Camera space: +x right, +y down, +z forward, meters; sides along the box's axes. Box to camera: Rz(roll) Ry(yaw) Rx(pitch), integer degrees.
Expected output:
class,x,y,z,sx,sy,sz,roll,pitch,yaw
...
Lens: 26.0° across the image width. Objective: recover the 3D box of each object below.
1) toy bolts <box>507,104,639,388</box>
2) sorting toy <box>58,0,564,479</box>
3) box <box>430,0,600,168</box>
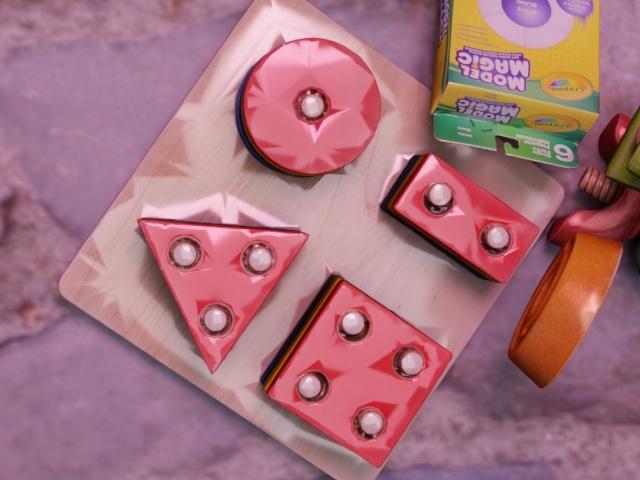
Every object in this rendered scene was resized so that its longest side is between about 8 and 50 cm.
class,x,y,z,sx,sy,sz,roll,pitch,yaw
toy bolts,0.235,0.017,0.883,0.158,0.228,0.218,29,94,2
sorting toy,0.000,0.000,0.921,0.255,0.089,0.257,35,88,-7
box,0.130,-0.135,0.914,0.105,0.043,0.179,11,62,-8
